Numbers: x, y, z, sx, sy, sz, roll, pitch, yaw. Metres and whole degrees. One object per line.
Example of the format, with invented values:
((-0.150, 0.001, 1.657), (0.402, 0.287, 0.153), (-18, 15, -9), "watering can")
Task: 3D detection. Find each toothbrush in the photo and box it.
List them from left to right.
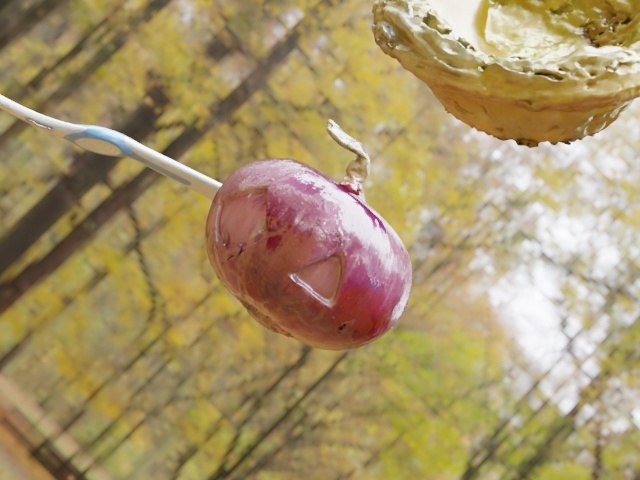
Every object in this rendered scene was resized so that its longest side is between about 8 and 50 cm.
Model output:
((-0.226, -0.100, 1.666), (0.386, 0.040, 0.040), (26, -3, -23), "toothbrush")

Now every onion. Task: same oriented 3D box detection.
((-0.006, 0.009, 1.251), (0.177, 0.153, 0.177), (60, -7, 13), "onion")

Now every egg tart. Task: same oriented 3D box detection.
((0.186, -0.172, 1.401), (0.288, 0.288, 0.118), (37, -43, 35), "egg tart")
